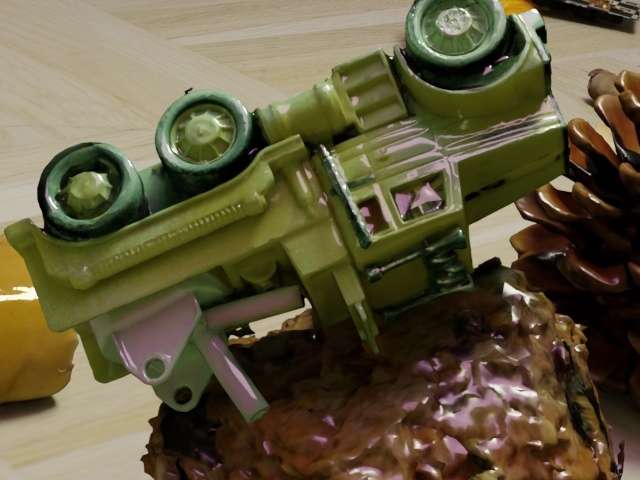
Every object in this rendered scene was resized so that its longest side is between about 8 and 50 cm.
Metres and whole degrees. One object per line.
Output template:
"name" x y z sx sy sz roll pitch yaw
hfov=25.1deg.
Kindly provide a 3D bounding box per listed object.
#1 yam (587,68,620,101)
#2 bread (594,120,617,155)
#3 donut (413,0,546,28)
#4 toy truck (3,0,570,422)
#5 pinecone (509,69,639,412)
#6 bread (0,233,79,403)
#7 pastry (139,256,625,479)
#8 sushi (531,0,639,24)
"yam" 0.395 -0.139 1.634 0.046 0.046 0.264 -6 26 -32
"bread" 0.424 -0.065 1.414 0.316 0.054 0.316 4 31 -2
"donut" 0.198 -0.263 1.824 0.174 0.075 0.190 2 28 -19
"toy truck" 0.002 -0.004 0.677 0.259 0.128 0.135 -27 64 -3
"pinecone" 0.255 -0.010 1.016 0.264 0.264 0.264 8 22 -3
"bread" -0.245 0.051 0.886 0.173 0.085 0.134 -11 29 -41
"pastry" 0.040 0.102 0.734 0.274 0.193 0.275 7 24 -3
"sushi" 0.377 -0.353 2.158 0.201 0.031 0.139 16 23 7
